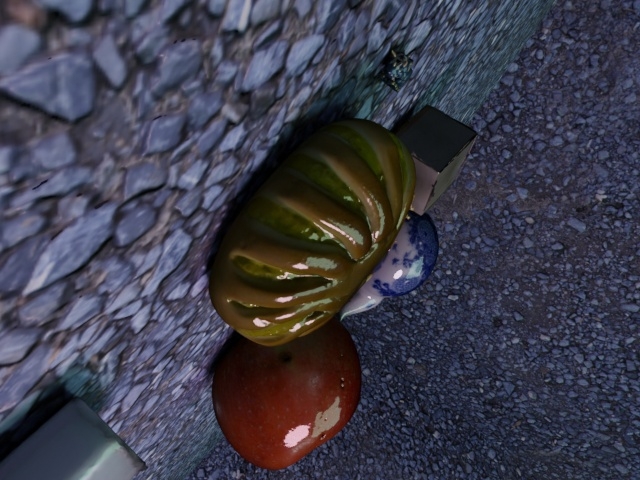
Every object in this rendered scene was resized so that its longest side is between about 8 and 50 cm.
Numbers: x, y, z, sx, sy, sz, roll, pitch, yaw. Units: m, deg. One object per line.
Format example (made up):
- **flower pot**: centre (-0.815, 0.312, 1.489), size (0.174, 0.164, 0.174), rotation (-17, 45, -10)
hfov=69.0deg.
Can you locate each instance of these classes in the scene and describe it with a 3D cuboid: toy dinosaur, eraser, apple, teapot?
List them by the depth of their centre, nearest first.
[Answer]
- **eraser**: centre (-0.313, 0.295, 0.438), size (0.290, 0.104, 0.189), rotation (-44, 172, -34)
- **toy dinosaur**: centre (0.106, -0.231, 0.630), size (0.047, 0.030, 0.083), rotation (-52, 171, 14)
- **apple**: centre (-0.065, 0.318, 1.028), size (0.348, 0.277, 0.348), rotation (-28, 164, -9)
- **teapot**: centre (0.137, 0.006, 1.112), size (0.280, 0.252, 0.424), rotation (10, 102, -38)

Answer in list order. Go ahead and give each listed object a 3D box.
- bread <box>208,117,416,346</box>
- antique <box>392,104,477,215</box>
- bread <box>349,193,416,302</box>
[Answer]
- **bread**: centre (0.000, 0.000, 0.616), size (0.333, 0.160, 0.333), rotation (-49, 168, -14)
- **antique**: centre (0.209, -0.169, 0.960), size (0.147, 0.148, 0.152), rotation (-43, 159, -25)
- **bread**: centre (0.060, -0.013, 0.910), size (0.160, 0.147, 0.260), rotation (-17, 142, -57)
